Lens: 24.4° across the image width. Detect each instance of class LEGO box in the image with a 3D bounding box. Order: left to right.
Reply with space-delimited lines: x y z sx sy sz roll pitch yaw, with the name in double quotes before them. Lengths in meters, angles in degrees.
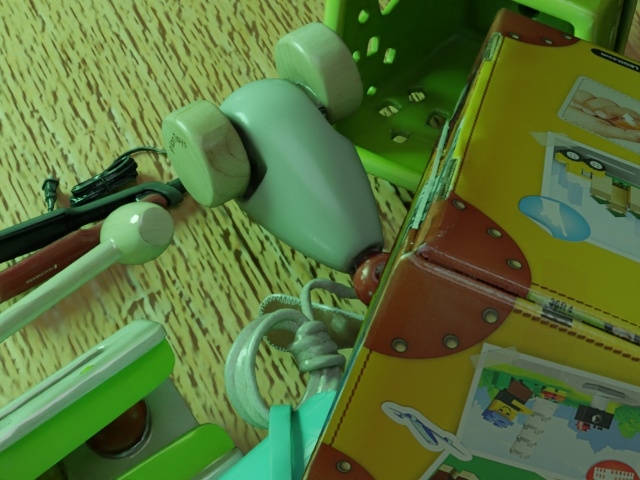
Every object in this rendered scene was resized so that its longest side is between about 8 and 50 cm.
"LEGO box" 0.280 0.088 0.899 0.500 0.193 0.372 22 31 2

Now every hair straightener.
"hair straightener" -0.207 -0.035 1.275 0.230 0.047 0.089 -32 64 -18

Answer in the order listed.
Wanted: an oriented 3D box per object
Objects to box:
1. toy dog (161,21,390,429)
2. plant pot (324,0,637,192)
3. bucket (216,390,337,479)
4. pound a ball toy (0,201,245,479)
"toy dog" 0.000 0.000 1.188 0.220 0.161 0.334 -11 76 -12
"plant pot" 0.146 -0.173 1.245 0.227 0.228 0.207 22 42 18
"bucket" 0.017 0.244 0.971 0.281 0.281 0.183 37 63 20
"pound a ball toy" -0.211 0.137 1.101 0.319 0.135 0.208 -35 101 -19
